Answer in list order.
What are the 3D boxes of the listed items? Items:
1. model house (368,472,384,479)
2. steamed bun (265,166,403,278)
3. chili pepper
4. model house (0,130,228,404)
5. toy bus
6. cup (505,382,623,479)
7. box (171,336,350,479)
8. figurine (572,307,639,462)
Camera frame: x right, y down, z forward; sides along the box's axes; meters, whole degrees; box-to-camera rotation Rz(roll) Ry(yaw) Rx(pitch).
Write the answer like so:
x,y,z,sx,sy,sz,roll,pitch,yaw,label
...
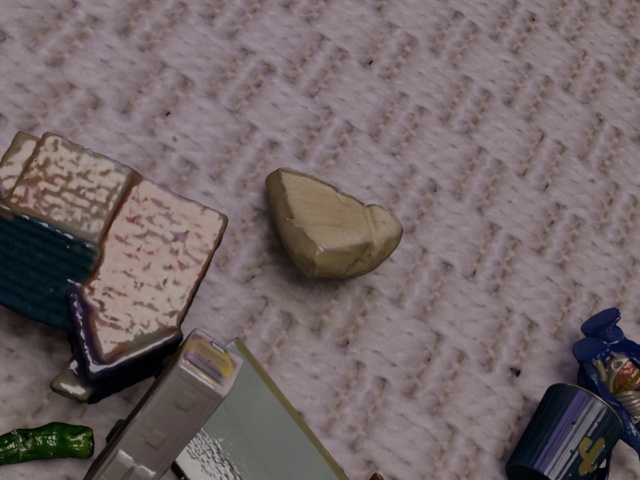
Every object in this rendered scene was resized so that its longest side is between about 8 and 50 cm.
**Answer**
x,y,z,sx,sy,sz,roll,pitch,yaw,label
-0.006,0.434,1.171,0.229,0.199,0.220,-5,56,-22,model house
0.022,-0.002,1.434,0.212,0.110,0.231,12,33,-24,steamed bun
-0.376,0.259,1.171,0.182,0.073,0.050,-4,91,-30,chili pepper
-0.314,0.058,1.209,0.312,0.245,0.280,25,67,-9,model house
-0.198,0.231,1.144,0.092,0.268,0.106,36,23,-7,toy bus
0.375,0.332,1.426,0.155,0.131,0.176,-46,113,-28,cup
-0.108,0.292,1.282,0.211,0.045,0.270,-37,84,-31,box
0.497,0.243,1.521,0.164,0.120,0.262,-30,95,-31,figurine
